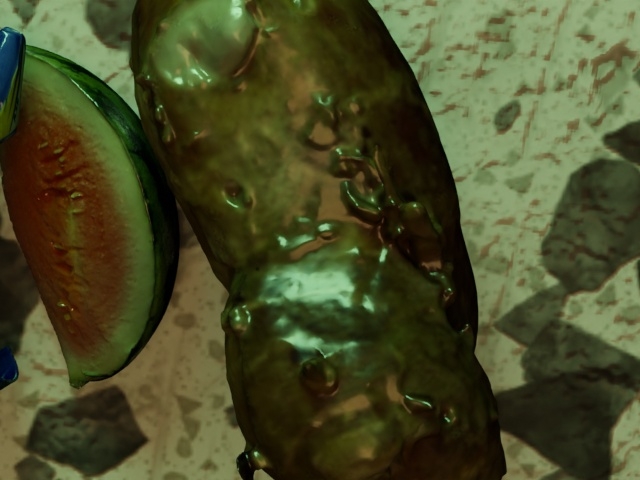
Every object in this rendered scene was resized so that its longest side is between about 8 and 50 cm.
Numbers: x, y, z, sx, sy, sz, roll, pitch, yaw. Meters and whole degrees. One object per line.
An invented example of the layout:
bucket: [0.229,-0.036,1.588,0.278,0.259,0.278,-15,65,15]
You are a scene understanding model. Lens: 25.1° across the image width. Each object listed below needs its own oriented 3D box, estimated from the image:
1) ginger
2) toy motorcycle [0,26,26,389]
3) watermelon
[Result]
ginger: [0.000,0.000,0.878,0.176,0.254,0.418,-19,98,10]
toy motorcycle: [-0.268,0.008,0.937,0.168,0.113,0.315,12,104,-8]
watermelon: [-0.156,-0.016,0.963,0.119,0.063,0.245,-7,105,14]
